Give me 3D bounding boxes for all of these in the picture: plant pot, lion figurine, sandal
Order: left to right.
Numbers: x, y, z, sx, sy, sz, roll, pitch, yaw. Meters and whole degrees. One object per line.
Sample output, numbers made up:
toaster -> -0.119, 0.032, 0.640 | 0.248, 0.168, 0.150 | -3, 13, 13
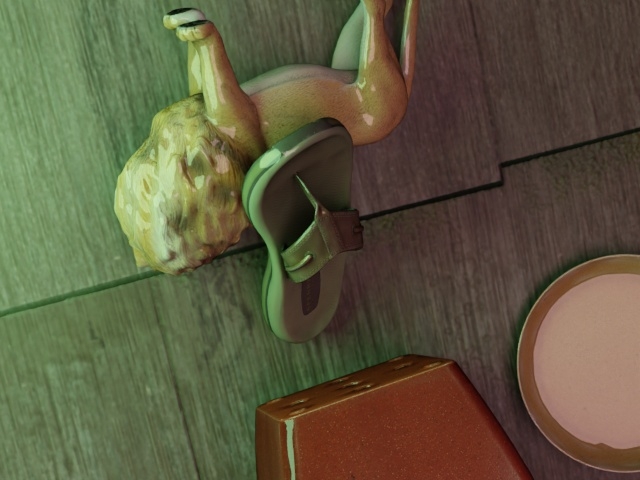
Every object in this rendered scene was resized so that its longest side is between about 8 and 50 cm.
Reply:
lion figurine -> -0.024, -0.127, 1.299 | 0.392, 0.142, 0.240 | -20, 113, -15
sandal -> 0.001, 0.000, 1.273 | 0.120, 0.086, 0.303 | -33, 145, -22
plant pot -> 0.065, 0.252, 1.334 | 0.267, 0.267, 0.236 | -18, 90, -11
plant pot -> 0.330, 0.133, 1.460 | 0.236, 0.032, 0.236 | 0, 90, 0
